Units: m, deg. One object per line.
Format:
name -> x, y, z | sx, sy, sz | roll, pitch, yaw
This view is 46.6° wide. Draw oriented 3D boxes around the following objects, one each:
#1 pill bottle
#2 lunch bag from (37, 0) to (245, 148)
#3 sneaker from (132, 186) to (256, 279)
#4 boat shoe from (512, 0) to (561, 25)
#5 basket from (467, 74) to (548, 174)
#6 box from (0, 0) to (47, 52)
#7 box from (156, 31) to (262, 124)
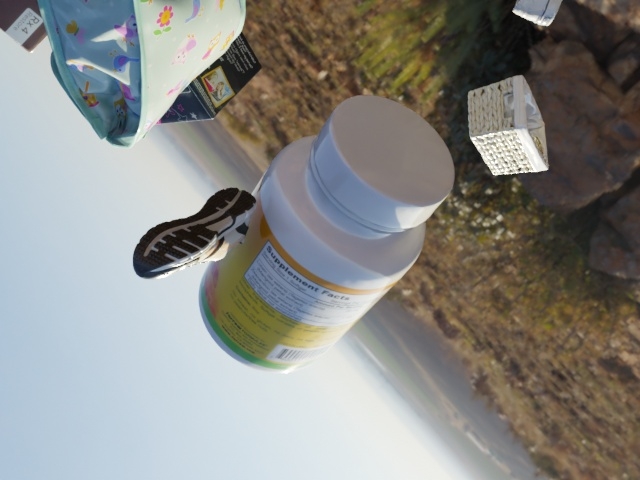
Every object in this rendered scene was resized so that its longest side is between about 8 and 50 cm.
pill bottle -> 0.000, 0.000, 0.609 | 0.136, 0.136, 0.245 | 48, 137, 9
lunch bag -> -0.196, -0.258, 0.854 | 0.160, 0.223, 0.262 | 24, 147, 11
sneaker -> -0.084, 0.004, 0.518 | 0.040, 0.109, 0.043 | 32, 131, 25
boat shoe -> 0.436, -0.547, 1.428 | 0.088, 0.267, 0.096 | 18, 179, -3
basket -> 0.337, -0.199, 1.333 | 0.167, 0.103, 0.113 | 38, -132, -52
box -> -0.372, -0.374, 0.918 | 0.167, 0.168, 0.203 | 41, -169, -36
box -> -0.245, -0.285, 1.146 | 0.247, 0.142, 0.163 | 3, 136, 41
